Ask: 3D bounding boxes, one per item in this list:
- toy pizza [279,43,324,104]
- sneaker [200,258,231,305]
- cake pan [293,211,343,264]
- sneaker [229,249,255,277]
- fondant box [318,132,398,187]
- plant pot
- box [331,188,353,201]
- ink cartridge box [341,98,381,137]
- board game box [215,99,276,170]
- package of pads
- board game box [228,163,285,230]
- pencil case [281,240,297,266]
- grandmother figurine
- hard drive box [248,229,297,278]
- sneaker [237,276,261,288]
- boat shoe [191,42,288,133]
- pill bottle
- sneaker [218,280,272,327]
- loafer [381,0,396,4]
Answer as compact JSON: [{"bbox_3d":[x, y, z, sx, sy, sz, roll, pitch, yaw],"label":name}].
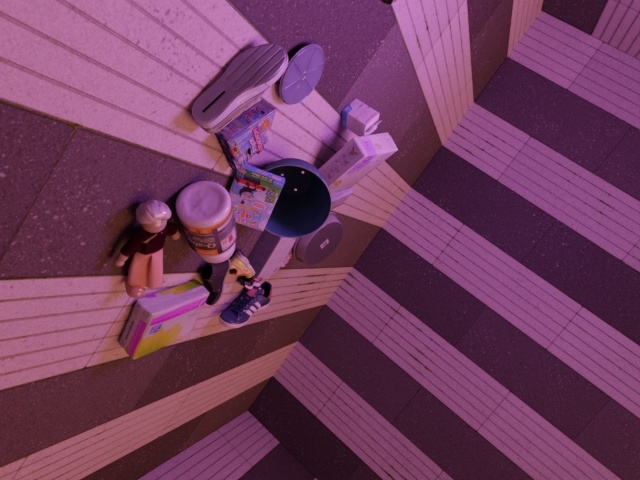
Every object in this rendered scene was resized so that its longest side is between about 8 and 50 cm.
[{"bbox_3d":[-0.063,-0.518,1.447,0.201,0.032,0.201,-44,161,-19],"label":"toy pizza"},{"bbox_3d":[-0.432,0.165,1.802,0.118,0.083,0.222,-23,137,-63],"label":"sneaker"},{"bbox_3d":[0.000,0.000,2.221,0.293,0.054,0.293,-34,148,-25],"label":"cake pan"},{"bbox_3d":[-0.342,0.114,1.955,0.094,0.081,0.208,-40,154,-12],"label":"sneaker"},{"bbox_3d":[0.135,-0.323,1.990,0.238,0.096,0.330,-20,168,-44],"label":"fondant box"},{"bbox_3d":[-0.104,-0.183,1.690,0.195,0.290,0.290,-88,-158,-56],"label":"plant pot"},{"bbox_3d":[0.052,-0.180,2.204,0.186,0.038,0.145,-26,171,-26],"label":"box"},{"bbox_3d":[0.169,-0.492,1.901,0.092,0.143,0.090,-44,162,-22],"label":"ink cartridge box"},{"bbox_3d":[-0.212,-0.323,1.414,0.194,0.060,0.194,-47,162,-14],"label":"board game box"},{"bbox_3d":[-0.560,0.284,1.682,0.296,0.101,0.229,-18,142,-60],"label":"package of pads"},{"bbox_3d":[-0.232,-0.144,1.575,0.039,0.160,0.211,-93,-154,-54],"label":"board game box"},{"bbox_3d":[-0.159,0.032,2.221,0.206,0.086,0.088,-54,-160,23],"label":"pencil case"},{"bbox_3d":[-0.486,0.015,1.335,0.208,0.104,0.342,-47,167,-46],"label":"grandmother figurine"},{"bbox_3d":[-0.218,0.046,2.096,0.232,0.089,0.181,-57,163,18],"label":"hard drive box"},{"bbox_3d":[-0.321,0.173,2.154,0.077,0.072,0.178,-67,169,8],"label":"sneaker"},{"bbox_3d":[-0.212,-0.401,1.222,0.302,0.109,0.094,-40,177,-7],"label":"boat shoe"},{"bbox_3d":[-0.347,-0.047,1.456,0.162,0.162,0.278,-44,161,-24],"label":"pill bottle"},{"bbox_3d":[-0.351,0.290,2.219,0.350,0.131,0.148,-34,149,-59],"label":"sneaker"},{"bbox_3d":[0.163,-0.790,1.376,0.092,0.102,0.268,-51,154,4],"label":"loafer"}]
